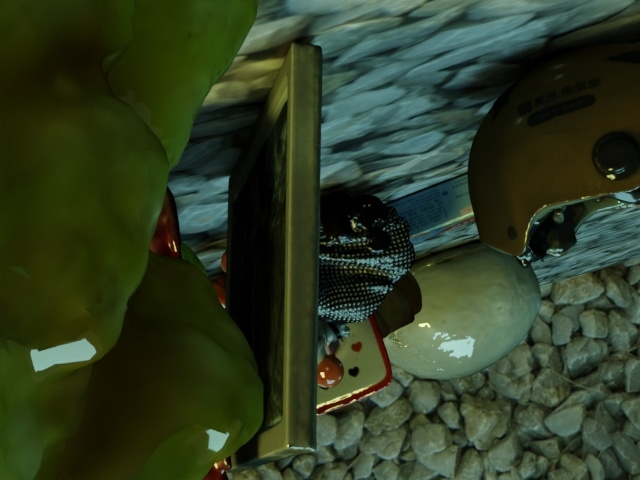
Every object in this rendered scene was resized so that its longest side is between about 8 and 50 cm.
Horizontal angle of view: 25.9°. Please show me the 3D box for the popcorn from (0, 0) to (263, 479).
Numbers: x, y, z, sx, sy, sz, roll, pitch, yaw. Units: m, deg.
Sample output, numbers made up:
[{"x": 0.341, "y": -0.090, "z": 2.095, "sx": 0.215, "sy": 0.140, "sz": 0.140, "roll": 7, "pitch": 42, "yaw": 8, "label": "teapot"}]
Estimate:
[{"x": -0.150, "y": 0.020, "z": 0.495, "sx": 0.321, "sy": 0.290, "sz": 0.325, "roll": -13, "pitch": 152, "yaw": -9, "label": "popcorn"}]

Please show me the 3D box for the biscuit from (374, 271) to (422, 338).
[{"x": -0.037, "y": 0.097, "z": 1.669, "sx": 0.326, "sy": 0.107, "sz": 0.326, "roll": -19, "pitch": -174, "yaw": 2, "label": "biscuit"}]

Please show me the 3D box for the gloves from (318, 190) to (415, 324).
[{"x": 0.001, "y": -0.003, "z": 1.309, "sx": 0.129, "sy": 0.106, "sz": 0.181, "roll": -29, "pitch": 138, "yaw": 20, "label": "gloves"}]

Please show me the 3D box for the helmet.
[{"x": 0.205, "y": -0.078, "z": 1.043, "sx": 0.224, "sy": 0.130, "sz": 0.198, "roll": -31, "pitch": 171, "yaw": 20, "label": "helmet"}]

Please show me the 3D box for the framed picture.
[{"x": -0.038, "y": 0.031, "z": 0.930, "sx": 0.020, "sy": 0.240, "sz": 0.324, "roll": 3, "pitch": 169, "yaw": -11, "label": "framed picture"}]

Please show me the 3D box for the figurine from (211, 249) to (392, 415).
[{"x": -0.055, "y": 0.081, "z": 1.402, "sx": 0.160, "sy": 0.183, "sz": 0.226, "roll": -24, "pitch": 164, "yaw": 15, "label": "figurine"}]

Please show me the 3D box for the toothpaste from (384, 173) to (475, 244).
[{"x": 0.126, "y": -0.032, "z": 1.466, "sx": 0.193, "sy": 0.044, "sz": 0.070, "roll": -20, "pitch": 172, "yaw": 24, "label": "toothpaste"}]

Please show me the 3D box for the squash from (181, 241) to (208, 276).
[{"x": -0.232, "y": 0.076, "z": 1.241, "sx": 0.118, "sy": 0.118, "sz": 0.371, "roll": -8, "pitch": 171, "yaw": -45, "label": "squash"}]

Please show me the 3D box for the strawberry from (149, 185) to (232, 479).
[{"x": -0.148, "y": 0.082, "z": 0.940, "sx": 0.150, "sy": 0.280, "sz": 0.253, "roll": -13, "pitch": 180, "yaw": -10, "label": "strawberry"}]

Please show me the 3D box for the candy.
[{"x": 0.200, "y": 0.113, "z": 2.082, "sx": 0.296, "sy": 0.185, "sz": 0.295, "roll": -21, "pitch": 168, "yaw": -5, "label": "candy"}]
